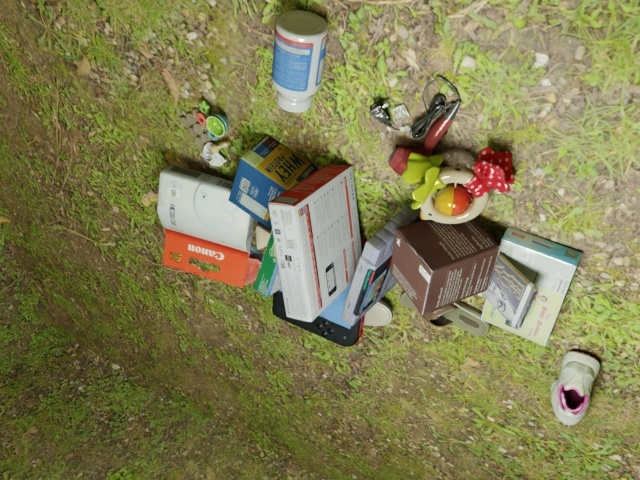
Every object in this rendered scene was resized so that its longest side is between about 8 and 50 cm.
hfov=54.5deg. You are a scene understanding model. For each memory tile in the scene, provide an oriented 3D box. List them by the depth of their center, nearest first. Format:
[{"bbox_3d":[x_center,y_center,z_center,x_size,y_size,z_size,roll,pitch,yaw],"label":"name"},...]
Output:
[{"bbox_3d":[-0.361,-0.349,1.897,0.148,0.012,0.113,-14,119,46],"label":"memory tile"}]

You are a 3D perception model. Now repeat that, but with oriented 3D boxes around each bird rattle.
[{"bbox_3d":[0.321,-0.126,1.459,0.254,0.143,0.206,-4,137,-1],"label":"bird rattle"}]

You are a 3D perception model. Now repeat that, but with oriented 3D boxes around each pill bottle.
[{"bbox_3d":[-0.054,-0.422,1.491,0.124,0.124,0.221,27,139,14],"label":"pill bottle"}]

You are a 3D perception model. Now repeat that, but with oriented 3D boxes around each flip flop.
[{"bbox_3d":[0.362,0.218,1.835,0.277,0.080,0.112,25,140,16],"label":"flip flop"}]

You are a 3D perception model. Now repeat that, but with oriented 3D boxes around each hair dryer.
[{"bbox_3d":[0.254,-0.223,1.482,0.224,0.080,0.293,-8,125,40],"label":"hair dryer"}]

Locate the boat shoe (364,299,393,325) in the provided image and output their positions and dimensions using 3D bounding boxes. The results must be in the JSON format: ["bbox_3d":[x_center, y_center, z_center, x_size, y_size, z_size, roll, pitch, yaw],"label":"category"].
[{"bbox_3d":[0.091,0.197,2.038,0.335,0.095,0.112,8,115,28],"label":"boat shoe"}]

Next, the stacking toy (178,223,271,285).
[{"bbox_3d":[-0.293,-0.022,2.137,0.309,0.130,0.279,41,116,-7],"label":"stacking toy"}]

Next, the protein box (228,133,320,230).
[{"bbox_3d":[-0.133,-0.157,1.808,0.201,0.136,0.199,34,141,5],"label":"protein box"}]

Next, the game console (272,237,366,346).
[{"bbox_3d":[-0.006,0.130,1.969,0.342,0.060,0.386,18,118,23],"label":"game console"}]

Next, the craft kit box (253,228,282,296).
[{"bbox_3d":[-0.070,0.014,1.780,0.061,0.247,0.249,34,120,23],"label":"craft kit box"}]

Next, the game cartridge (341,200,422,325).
[{"bbox_3d":[0.171,0.074,1.721,0.068,0.230,0.355,34,143,17],"label":"game cartridge"}]

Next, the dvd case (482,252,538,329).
[{"bbox_3d":[0.452,0.103,1.590,0.221,0.018,0.164,50,153,35],"label":"dvd case"}]

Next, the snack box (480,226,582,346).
[{"bbox_3d":[0.539,0.126,1.618,0.187,0.060,0.321,23,139,23],"label":"snack box"}]

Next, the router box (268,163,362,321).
[{"bbox_3d":[0.000,0.000,1.673,0.082,0.301,0.335,8,119,31],"label":"router box"}]

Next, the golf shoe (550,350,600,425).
[{"bbox_3d":[0.700,0.445,1.748,0.115,0.140,0.306,14,137,26],"label":"golf shoe"}]

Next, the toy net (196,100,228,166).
[{"bbox_3d":[-0.334,-0.305,1.872,0.122,0.045,0.232,31,141,9],"label":"toy net"}]

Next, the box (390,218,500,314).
[{"bbox_3d":[0.309,0.049,1.568,0.167,0.203,0.168,91,154,-46],"label":"box"}]

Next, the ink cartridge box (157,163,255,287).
[{"bbox_3d":[-0.380,-0.027,2.029,0.308,0.091,0.384,16,117,6],"label":"ink cartridge box"}]
